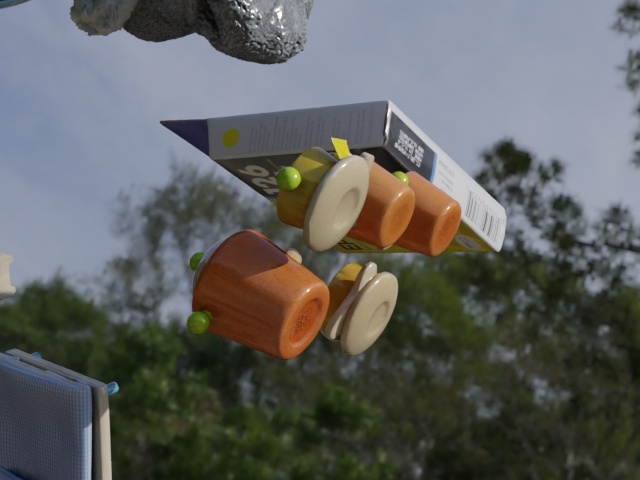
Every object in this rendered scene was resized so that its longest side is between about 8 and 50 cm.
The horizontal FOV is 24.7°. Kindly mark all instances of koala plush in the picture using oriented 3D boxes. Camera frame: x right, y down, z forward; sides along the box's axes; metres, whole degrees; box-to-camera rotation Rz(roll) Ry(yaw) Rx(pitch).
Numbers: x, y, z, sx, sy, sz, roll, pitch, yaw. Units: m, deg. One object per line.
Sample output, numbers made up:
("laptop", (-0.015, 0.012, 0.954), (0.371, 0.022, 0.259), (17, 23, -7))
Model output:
("koala plush", (-0.132, -0.259, 1.460), (0.221, 0.196, 0.203), (-9, -79, 35))

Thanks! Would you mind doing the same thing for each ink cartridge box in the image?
("ink cartridge box", (0.015, -0.062, 1.702), (0.307, 0.072, 0.304), (-4, -23, 32))

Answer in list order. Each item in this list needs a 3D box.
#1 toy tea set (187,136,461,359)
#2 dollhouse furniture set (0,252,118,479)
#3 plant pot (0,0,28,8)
("toy tea set", (0.000, 0.000, 1.317), (0.124, 0.200, 0.336), (28, 9, 24))
("dollhouse furniture set", (-0.323, 0.161, 1.286), (0.303, 0.198, 0.286), (17, -66, 36))
("plant pot", (-0.345, -0.357, 1.439), (0.293, 0.293, 0.196), (25, -6, -10))
